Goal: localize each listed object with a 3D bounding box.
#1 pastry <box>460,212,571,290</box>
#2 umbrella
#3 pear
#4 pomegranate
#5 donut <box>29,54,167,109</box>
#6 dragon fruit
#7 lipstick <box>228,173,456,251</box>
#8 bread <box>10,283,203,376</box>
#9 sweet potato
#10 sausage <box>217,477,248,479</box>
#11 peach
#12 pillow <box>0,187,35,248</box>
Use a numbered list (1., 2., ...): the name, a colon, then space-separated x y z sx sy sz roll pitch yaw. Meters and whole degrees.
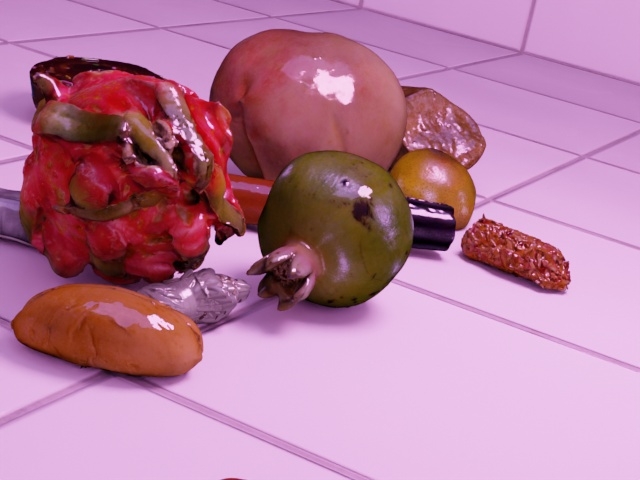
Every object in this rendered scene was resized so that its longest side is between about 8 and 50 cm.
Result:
1. pastry: 0.265 0.014 1.822 0.169 0.063 0.087 22 18 32
2. umbrella: -0.137 0.061 1.439 0.143 0.062 0.067 -8 7 -35
3. pear: 0.166 -0.082 1.993 0.141 0.104 0.141 7 21 -3
4. pomegranate: 0.002 0.001 1.542 0.187 0.187 0.225 20 36 24
5. donut: -0.342 -0.223 2.119 0.235 0.089 0.235 10 17 -3
6. dragon fruit: -0.204 -0.067 1.470 0.231 0.237 0.303 -3 -6 -29
7. lipstick: -0.027 -0.044 1.796 0.418 0.077 0.077 8 18 -8
8. bread: -0.204 0.082 1.317 0.189 0.077 0.114 13 22 -3
9. sweet potato: 0.107 -0.197 2.246 0.158 0.158 0.370 -3 16 -37
10. sausage: -0.072 0.231 0.940 0.083 0.083 0.264 13 17 3
11. peach: -0.023 -0.186 1.947 0.292 0.247 0.292 29 3 -2
12. pillow: -0.368 -0.031 1.579 0.136 0.055 0.091 9 20 -3
